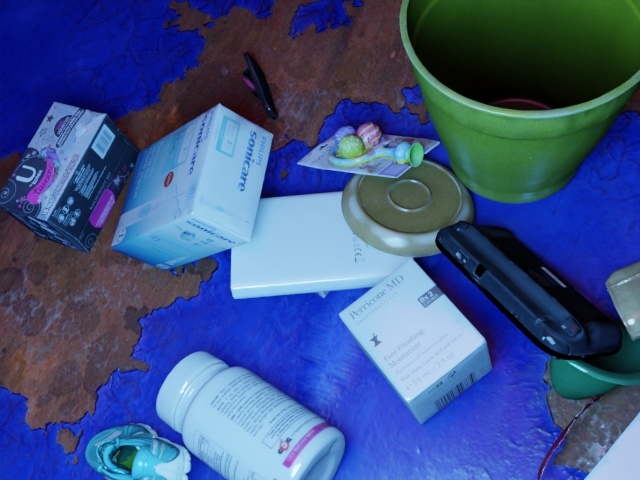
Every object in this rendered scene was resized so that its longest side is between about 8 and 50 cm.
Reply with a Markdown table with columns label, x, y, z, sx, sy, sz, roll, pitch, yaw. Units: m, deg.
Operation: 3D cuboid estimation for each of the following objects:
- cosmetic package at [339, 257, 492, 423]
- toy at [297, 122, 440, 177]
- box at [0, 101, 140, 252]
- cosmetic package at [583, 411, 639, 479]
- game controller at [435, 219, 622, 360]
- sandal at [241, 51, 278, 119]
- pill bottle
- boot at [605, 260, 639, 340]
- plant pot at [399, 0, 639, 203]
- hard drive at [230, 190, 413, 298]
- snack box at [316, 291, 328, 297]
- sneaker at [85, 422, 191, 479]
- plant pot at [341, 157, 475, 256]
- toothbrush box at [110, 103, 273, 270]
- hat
| label | x | y | z | sx | sy | sz | roll | pitch | yaw |
| --- | --- | --- | --- | --- | --- | --- | --- | --- | --- |
| cosmetic package | 0.153 | 0.160 | 1.209 | 0.151 | 0.151 | 0.183 | -38 | 60 | -4 |
| toy | 0.080 | -0.177 | 1.387 | 0.237 | 0.056 | 0.137 | 16 | 43 | 39 |
| box | -0.507 | -0.129 | 1.546 | 0.142 | 0.163 | 0.247 | 15 | 70 | 21 |
| cosmetic package | 0.433 | 0.318 | 1.079 | 0.060 | 0.099 | 0.239 | 39 | 82 | 26 |
| game controller | 0.315 | 0.070 | 1.178 | 0.319 | 0.167 | 0.067 | 51 | 123 | 45 |
| sandal | -0.135 | -0.319 | 1.581 | 0.040 | 0.067 | 0.179 | -28 | 62 | 16 |
| pill bottle | -0.116 | 0.302 | 1.220 | 0.283 | 0.160 | 0.160 | 28 | 76 | 26 |
| boot | 0.569 | 0.014 | 1.177 | 0.270 | 0.089 | 0.236 | -28 | 26 | 20 |
| plant pot | 0.323 | -0.242 | 1.223 | 0.367 | 0.353 | 0.366 | -4 | 62 | 8 |
| hard drive | 0.000 | 0.000 | 1.341 | 0.308 | 0.040 | 0.203 | -5 | 50 | 2 |
| snack box | -0.064 | 0.044 | 1.382 | 0.178 | 0.064 | 0.022 | 31 | 79 | 27 |
| sneaker | -0.318 | 0.348 | 1.253 | 0.275 | 0.110 | 0.106 | -9 | 62 | 48 |
| plant pot | 0.155 | -0.072 | 1.340 | 0.237 | 0.032 | 0.236 | 0 | 51 | 0 |
| toothbrush box | -0.236 | -0.086 | 1.387 | 0.296 | 0.126 | 0.216 | -15 | 56 | 47 |
| hat | 0.390 | 0.230 | 1.174 | 0.209 | 0.183 | 0.173 | -4 | 34 | -29 |
